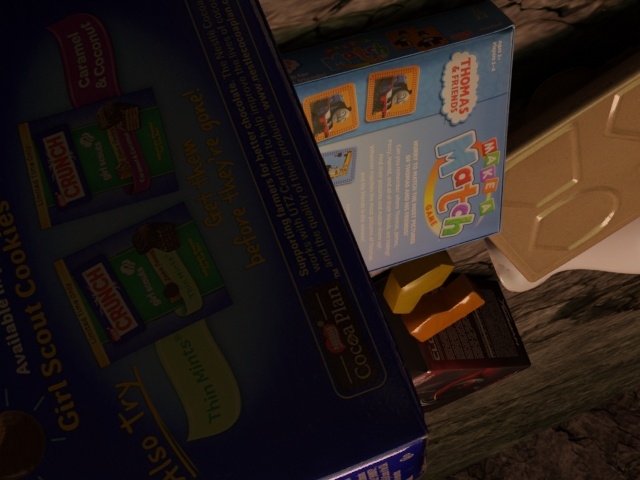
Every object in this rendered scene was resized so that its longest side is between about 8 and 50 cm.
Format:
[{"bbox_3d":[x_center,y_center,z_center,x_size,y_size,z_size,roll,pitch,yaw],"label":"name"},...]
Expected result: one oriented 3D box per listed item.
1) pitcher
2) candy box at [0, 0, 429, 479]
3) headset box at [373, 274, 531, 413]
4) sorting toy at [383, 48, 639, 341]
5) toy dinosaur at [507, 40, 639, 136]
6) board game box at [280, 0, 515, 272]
[{"bbox_3d":[0.268,-0.036,1.347,0.207,0.125,0.178,-19,-170,35],"label":"pitcher"},{"bbox_3d":[-0.146,0.032,0.679,0.317,0.268,0.122,-20,162,-3],"label":"candy box"},{"bbox_3d":[0.058,0.128,1.611,0.218,0.110,0.293,-28,164,25],"label":"headset box"},{"bbox_3d":[0.169,-0.040,1.131,0.307,0.041,0.229,-33,152,11],"label":"sorting toy"},{"bbox_3d":[0.175,-0.095,1.138,0.183,0.053,0.092,-31,149,8],"label":"toy dinosaur"},{"bbox_3d":[0.014,-0.046,0.927,0.212,0.039,0.160,-16,132,-17],"label":"board game box"}]
